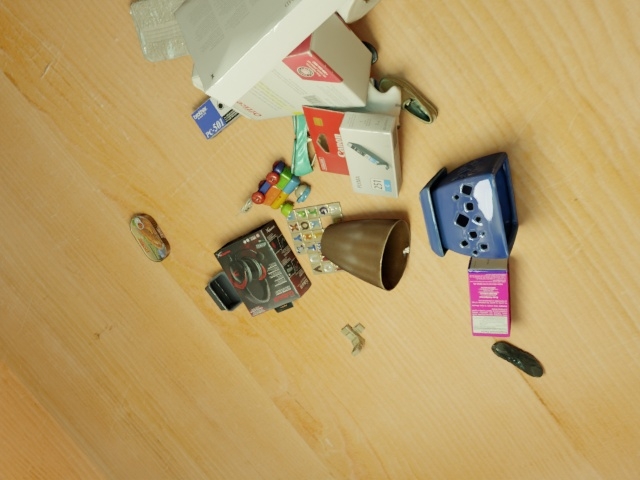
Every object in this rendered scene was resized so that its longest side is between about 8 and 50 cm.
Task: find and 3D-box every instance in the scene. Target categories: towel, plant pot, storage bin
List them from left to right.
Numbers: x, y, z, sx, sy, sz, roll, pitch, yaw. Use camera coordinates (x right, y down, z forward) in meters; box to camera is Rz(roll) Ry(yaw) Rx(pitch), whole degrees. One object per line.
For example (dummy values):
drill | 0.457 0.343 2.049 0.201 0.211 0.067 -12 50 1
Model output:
towel | -0.444 -0.655 1.676 0.282 0.049 0.187 -5 110 23
storage bin | -0.348 0.186 1.979 0.135 0.098 0.091 54 147 -7
plant pot | 0.124 0.023 1.668 0.231 0.215 0.215 12 116 29
plant pot | 0.399 -0.089 1.487 0.212 0.236 0.235 -6 110 30

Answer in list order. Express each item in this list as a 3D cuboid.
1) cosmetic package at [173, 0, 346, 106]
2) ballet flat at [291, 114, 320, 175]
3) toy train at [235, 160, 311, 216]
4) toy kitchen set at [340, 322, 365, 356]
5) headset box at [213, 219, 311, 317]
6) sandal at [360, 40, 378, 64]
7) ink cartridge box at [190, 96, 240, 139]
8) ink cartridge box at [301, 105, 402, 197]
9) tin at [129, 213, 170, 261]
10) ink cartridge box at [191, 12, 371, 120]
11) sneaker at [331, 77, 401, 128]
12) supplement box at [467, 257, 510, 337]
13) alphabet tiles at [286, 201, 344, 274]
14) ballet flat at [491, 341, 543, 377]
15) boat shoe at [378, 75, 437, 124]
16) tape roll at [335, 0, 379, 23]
cosmetic package | -0.149 -0.538 1.264 0.377 0.097 0.284 -35 60 23
ballet flat | -0.045 -0.315 1.657 0.087 0.083 0.247 -1 114 -4
toy train | -0.150 -0.123 1.766 0.143 0.105 0.248 35 121 -11
toy kitchen set | 0.114 0.327 1.858 0.083 0.075 0.068 42 119 -4
headset box | -0.186 0.110 1.864 0.218 0.110 0.293 -24 101 27
sandal | 0.084 -0.520 1.538 0.179 0.040 0.067 11 110 33
ink cartridge box | -0.302 -0.413 1.725 0.207 0.046 0.097 -30 97 29
ink cartridge box | 0.088 -0.240 1.541 0.261 0.066 0.296 10 153 17
tin | -0.627 -0.010 2.029 0.106 0.040 0.189 -24 101 24
ink cartridge box | -0.101 -0.456 1.443 0.385 0.279 0.160 0 77 33
sneaker | 0.100 -0.395 1.534 0.297 0.111 0.129 20 110 24
supplement box | 0.498 0.163 1.618 0.114 0.111 0.220 0 112 21
alphabet tiles | 0.000 0.000 1.803 0.198 0.009 0.237 -8 108 24
ballet flat | 0.611 0.366 1.707 0.173 0.049 0.057 33 75 5
boat shoe | 0.237 -0.385 1.510 0.190 0.072 0.068 34 120 5
tape roll | 0.123 -0.661 1.316 0.100 0.286 0.286 45 120 -2
